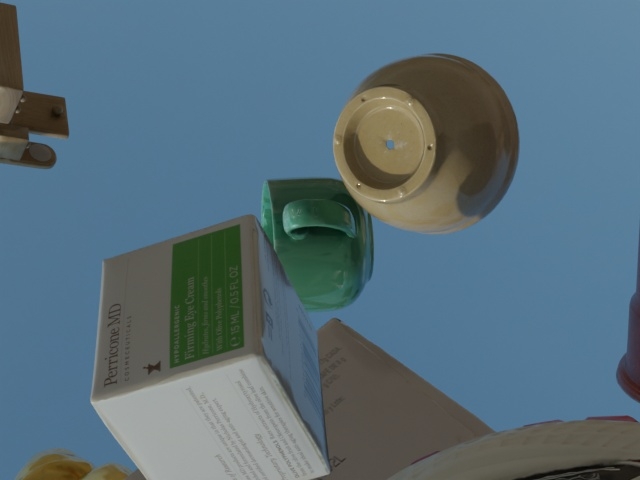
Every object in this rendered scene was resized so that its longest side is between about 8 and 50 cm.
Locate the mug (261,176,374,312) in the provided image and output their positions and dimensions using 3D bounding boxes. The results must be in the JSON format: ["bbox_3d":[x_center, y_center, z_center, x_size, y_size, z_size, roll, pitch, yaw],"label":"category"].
[{"bbox_3d":[-0.001,0.007,1.191,0.097,0.129,0.158,-2,-164,-8],"label":"mug"}]

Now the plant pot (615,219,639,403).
[{"bbox_3d":[0.371,-0.017,1.020,0.272,0.265,0.272,-5,-167,1],"label":"plant pot"}]

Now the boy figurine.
[{"bbox_3d":[-0.204,0.299,1.305,0.285,0.177,0.092,31,-132,21],"label":"boy figurine"}]

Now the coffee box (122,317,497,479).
[{"bbox_3d":[0.014,0.338,0.950,0.338,0.334,0.337,34,-130,27],"label":"coffee box"}]

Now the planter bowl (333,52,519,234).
[{"bbox_3d":[0.077,-0.083,1.090,0.162,0.162,0.109,37,-161,22],"label":"planter bowl"}]

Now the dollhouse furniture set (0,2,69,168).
[{"bbox_3d":[-0.291,-0.148,1.288,0.123,0.151,0.144,8,-130,-29],"label":"dollhouse furniture set"}]

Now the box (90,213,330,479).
[{"bbox_3d":[-0.053,0.062,0.637,0.087,0.102,0.101,-18,-139,10],"label":"box"}]

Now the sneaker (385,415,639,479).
[{"bbox_3d":[0.008,0.149,0.368,0.299,0.121,0.112,-24,-174,6],"label":"sneaker"}]
